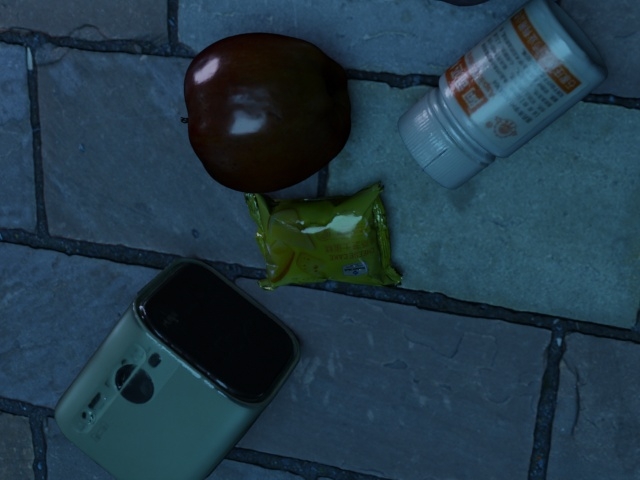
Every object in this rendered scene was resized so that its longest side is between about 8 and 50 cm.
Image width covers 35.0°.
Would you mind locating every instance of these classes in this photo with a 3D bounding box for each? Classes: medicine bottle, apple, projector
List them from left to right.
[{"bbox_3d":[-0.212,0.211,1.534,0.249,0.248,0.249,39,116,0],"label":"projector"},{"bbox_3d":[-0.077,-0.176,1.370,0.234,0.234,0.234,6,111,15],"label":"apple"},{"bbox_3d":[0.231,-0.185,1.311,0.144,0.144,0.252,47,117,-3],"label":"medicine bottle"}]

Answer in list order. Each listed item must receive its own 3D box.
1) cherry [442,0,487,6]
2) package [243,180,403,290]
[{"bbox_3d":[0.154,-0.389,1.230,0.213,0.183,0.266,13,143,-2],"label":"cherry"},{"bbox_3d":[0.000,0.000,1.478,0.226,0.090,0.168,-4,110,16],"label":"package"}]
